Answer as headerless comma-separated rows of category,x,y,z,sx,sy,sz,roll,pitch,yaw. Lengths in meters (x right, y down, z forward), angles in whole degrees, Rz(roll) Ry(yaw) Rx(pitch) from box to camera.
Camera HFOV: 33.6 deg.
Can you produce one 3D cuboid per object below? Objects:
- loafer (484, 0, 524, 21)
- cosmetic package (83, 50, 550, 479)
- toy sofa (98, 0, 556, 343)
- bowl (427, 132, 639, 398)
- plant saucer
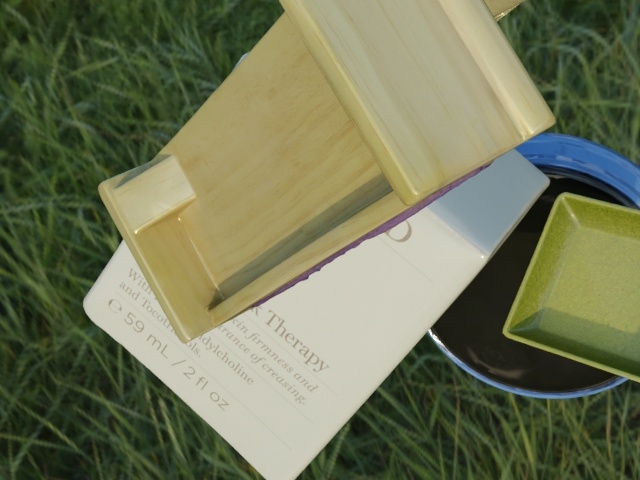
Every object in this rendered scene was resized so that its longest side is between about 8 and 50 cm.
loafer,0.249,-0.334,1.268,0.268,0.102,0.092,-41,51,25
cosmetic package,0.000,0.000,1.261,0.329,0.393,0.327,41,29,6
toy sofa,-0.001,-0.064,0.740,0.177,0.362,0.150,-28,87,-34
bowl,0.304,0.047,1.458,0.391,0.391,0.077,3,26,18
plant saucer,0.329,0.055,1.206,0.188,0.045,0.188,18,80,36
